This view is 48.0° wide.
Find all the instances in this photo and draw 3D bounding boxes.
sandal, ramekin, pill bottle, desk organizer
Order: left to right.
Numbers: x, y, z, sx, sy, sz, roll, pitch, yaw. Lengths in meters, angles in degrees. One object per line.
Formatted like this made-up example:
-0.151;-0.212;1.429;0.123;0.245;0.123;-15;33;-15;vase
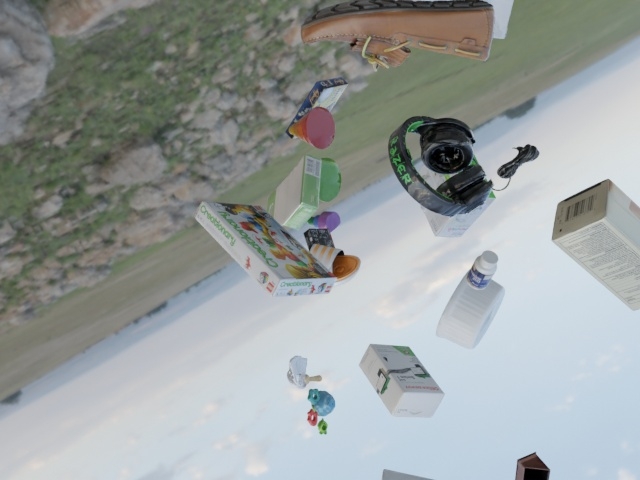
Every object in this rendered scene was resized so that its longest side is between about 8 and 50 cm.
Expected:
-0.032;0.055;1.829;0.265;0.076;0.102;1;-135;18;sandal
0.525;0.242;2.488;0.277;0.135;0.277;-49;156;-30;ramekin
0.470;0.084;2.075;0.067;0.067;0.120;-30;153;-30;pill bottle
0.431;0.501;1.469;0.047;0.130;0.050;-16;-146;-17;desk organizer

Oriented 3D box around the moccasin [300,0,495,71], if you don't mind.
0.151;-0.401;1.425;0.379;0.147;0.139;-3;-156;-8;moccasin

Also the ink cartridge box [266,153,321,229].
-0.079;-0.104;1.968;0.056;0.171;0.235;18;143;-21;ink cartridge box

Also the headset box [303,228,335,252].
0.000;0.000;2.006;0.083;0.062;0.032;-1;155;-44;headset box

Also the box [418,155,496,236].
0.458;-0.180;2.526;0.126;0.262;0.231;1;143;-28;box

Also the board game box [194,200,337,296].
-0.126;0.017;1.642;0.192;0.305;0.053;1;124;-51;board game box

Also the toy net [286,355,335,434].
-0.036;0.391;1.841;0.045;0.232;0.122;-7;-141;39;toy net

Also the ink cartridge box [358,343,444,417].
0.237;0.410;2.110;0.160;0.219;0.093;9;117;-33;ink cartridge box

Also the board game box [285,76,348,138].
-0.014;-0.488;2.648;0.165;0.042;0.243;-27;159;-52;board game box

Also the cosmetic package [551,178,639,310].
0.686;0.014;1.639;0.153;0.296;0.129;-31;-153;47;cosmetic package

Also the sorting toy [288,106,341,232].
-0.027;-0.201;2.095;0.126;0.366;0.127;5;-162;42;sorting toy

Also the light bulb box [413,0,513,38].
0.340;-0.755;1.919;0.360;0.358;0.225;2;-141;-4;light bulb box

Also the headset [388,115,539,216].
0.338;-0.184;1.686;0.394;0.244;0.185;2;151;-40;headset

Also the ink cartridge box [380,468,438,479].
0.319;0.797;2.007;0.323;0.072;0.330;12;-157;4;ink cartridge box
